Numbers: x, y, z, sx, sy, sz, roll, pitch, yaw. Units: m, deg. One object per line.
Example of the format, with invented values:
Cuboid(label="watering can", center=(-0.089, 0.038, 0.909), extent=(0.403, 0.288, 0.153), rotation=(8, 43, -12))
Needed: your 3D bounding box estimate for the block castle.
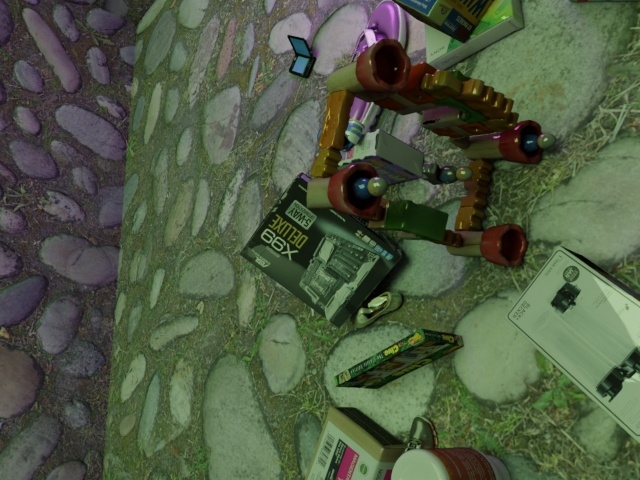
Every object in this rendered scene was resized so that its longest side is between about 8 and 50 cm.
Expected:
Cuboid(label="block castle", center=(0.217, -0.141, 1.009), extent=(0.213, 0.453, 0.302), rotation=(3, 78, 58))

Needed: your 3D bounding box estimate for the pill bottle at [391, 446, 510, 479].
Cuboid(label="pill bottle", center=(0.235, 0.425, 0.963), extent=(0.121, 0.216, 0.121), rotation=(-20, 63, 46))

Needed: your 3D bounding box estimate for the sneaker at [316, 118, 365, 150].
Cuboid(label="sneaker", center=(0.039, -0.241, 1.300), extent=(0.144, 0.053, 0.059), rotation=(-8, 63, 50))

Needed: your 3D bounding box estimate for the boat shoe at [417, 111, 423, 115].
Cuboid(label="boat shoe", center=(0.279, -0.325, 1.296), extent=(0.206, 0.065, 0.075), rotation=(29, 100, 51))

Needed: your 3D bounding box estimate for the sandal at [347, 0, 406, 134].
Cuboid(label="sandal", center=(0.126, -0.471, 1.499), extent=(0.169, 0.102, 0.416), rotation=(10, 85, 51))

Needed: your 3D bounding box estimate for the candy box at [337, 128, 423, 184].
Cuboid(label="candy box", center=(0.124, -0.192, 1.355), extent=(0.196, 0.165, 0.070), rotation=(-8, 70, 48))

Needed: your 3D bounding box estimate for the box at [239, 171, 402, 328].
Cuboid(label="box", center=(0.001, 0.025, 1.319), extent=(0.242, 0.307, 0.076), rotation=(-51, 4, 17))

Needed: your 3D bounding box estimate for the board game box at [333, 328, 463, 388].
Cuboid(label="board game box", center=(0.162, 0.258, 1.174), extent=(0.260, 0.136, 0.030), rotation=(-39, 54, 36))

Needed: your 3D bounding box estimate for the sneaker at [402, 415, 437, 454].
Cuboid(label="sneaker", center=(0.195, 0.439, 1.125), extent=(0.061, 0.065, 0.157), rotation=(-13, 68, 47))

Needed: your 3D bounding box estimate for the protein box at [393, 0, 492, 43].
Cuboid(label="protein box", center=(0.284, -0.592, 1.239), extent=(0.201, 0.136, 0.200), rotation=(-57, 42, 19))

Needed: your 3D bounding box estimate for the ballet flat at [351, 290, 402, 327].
Cuboid(label="ballet flat", center=(0.121, 0.161, 1.322), extent=(0.168, 0.052, 0.057), rotation=(-38, 53, 36))

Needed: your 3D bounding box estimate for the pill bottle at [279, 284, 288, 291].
Cuboid(label="pill bottle", center=(0.000, 0.000, 1.438), extent=(0.283, 0.161, 0.161), rotation=(-59, 41, 17))

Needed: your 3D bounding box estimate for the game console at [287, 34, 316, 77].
Cuboid(label="game console", center=(-0.077, -0.604, 1.813), extent=(0.122, 0.071, 0.107), rotation=(37, 106, 50))

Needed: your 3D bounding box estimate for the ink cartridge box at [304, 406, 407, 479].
Cuboid(label="ink cartridge box", center=(0.070, 0.520, 1.230), extent=(0.193, 0.088, 0.234), rotation=(21, 93, 52))

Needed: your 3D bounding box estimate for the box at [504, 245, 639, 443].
Cuboid(label="box", center=(0.463, 0.159, 0.890), extent=(0.169, 0.087, 0.290), rotation=(-60, 40, 16))

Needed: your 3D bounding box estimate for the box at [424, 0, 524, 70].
Cuboid(label="box", center=(0.350, -0.593, 1.313), extent=(0.232, 0.059, 0.321), rotation=(-20, 64, 45))
